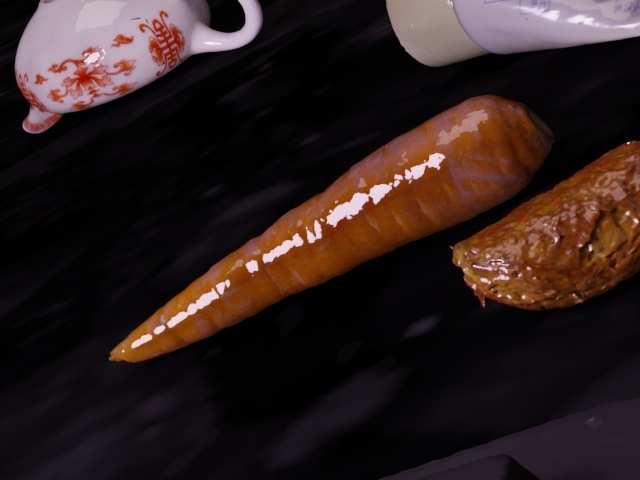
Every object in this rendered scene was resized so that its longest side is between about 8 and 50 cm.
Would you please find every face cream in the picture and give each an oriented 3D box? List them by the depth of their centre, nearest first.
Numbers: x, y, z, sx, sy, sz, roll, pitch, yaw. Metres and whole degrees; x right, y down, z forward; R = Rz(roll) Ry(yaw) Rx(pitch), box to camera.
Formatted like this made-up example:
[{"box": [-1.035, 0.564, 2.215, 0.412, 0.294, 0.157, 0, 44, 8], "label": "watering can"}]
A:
[{"box": [0.139, -0.144, 0.931, 0.224, 0.070, 0.114, -12, 63, 41], "label": "face cream"}]

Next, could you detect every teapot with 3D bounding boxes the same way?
[{"box": [-0.155, -0.160, 1.433, 0.246, 0.116, 0.159, -8, 13, 35], "label": "teapot"}]

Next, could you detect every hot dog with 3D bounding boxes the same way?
[{"box": [0.088, -0.002, 0.640, 0.083, 0.035, 0.058, -30, 17, -9], "label": "hot dog"}]

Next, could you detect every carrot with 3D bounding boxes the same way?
[{"box": [0.000, 0.000, 0.778, 0.216, 0.048, 0.048, -29, 15, 13], "label": "carrot"}]

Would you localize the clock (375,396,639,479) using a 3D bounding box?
[{"box": [-0.041, 0.137, 0.401, 0.279, 0.049, 0.273, -22, 18, 21], "label": "clock"}]
